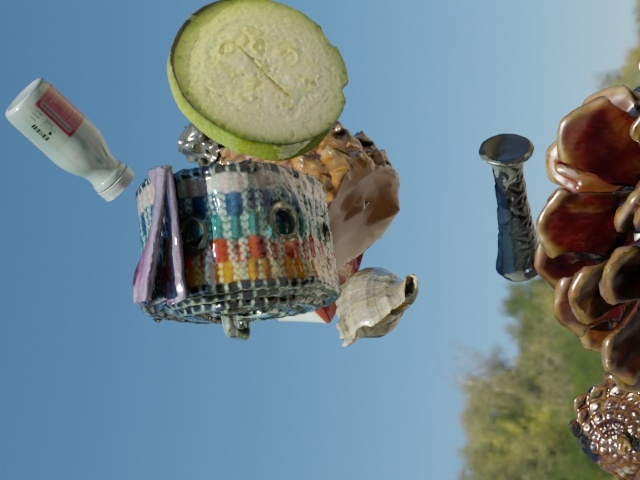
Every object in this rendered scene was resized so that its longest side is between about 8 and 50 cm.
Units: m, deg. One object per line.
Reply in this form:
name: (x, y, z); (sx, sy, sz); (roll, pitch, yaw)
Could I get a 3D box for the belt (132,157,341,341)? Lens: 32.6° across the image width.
belt: (-0.084, 0.023, 1.142); (0.295, 0.206, 0.161); (87, 177, -81)

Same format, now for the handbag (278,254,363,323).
handbag: (0.000, 0.000, 1.999); (0.151, 0.171, 0.298); (46, -117, -25)

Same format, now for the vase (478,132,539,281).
vase: (0.211, -0.035, 1.195); (0.059, 0.059, 0.167); (-66, -31, -44)

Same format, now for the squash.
squash: (-0.075, -0.198, 1.314); (0.041, 0.219, 0.219); (122, 167, -57)

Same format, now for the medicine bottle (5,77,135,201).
medicine bottle: (-0.399, -0.158, 1.768); (0.217, 0.090, 0.090); (46, -136, -24)

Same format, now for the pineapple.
pineapple: (-0.077, -0.107, 1.511); (0.223, 0.357, 0.223); (-33, -37, -30)

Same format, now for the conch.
conch: (0.095, 0.112, 1.802); (0.130, 0.207, 0.155); (35, -119, -21)

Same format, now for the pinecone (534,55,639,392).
pinecone: (0.384, 0.006, 0.981); (0.384, 0.384, 0.385); (5, -90, -71)

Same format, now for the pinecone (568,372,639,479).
pinecone: (0.490, 0.290, 1.693); (0.169, 0.185, 0.212); (-49, -25, -2)
